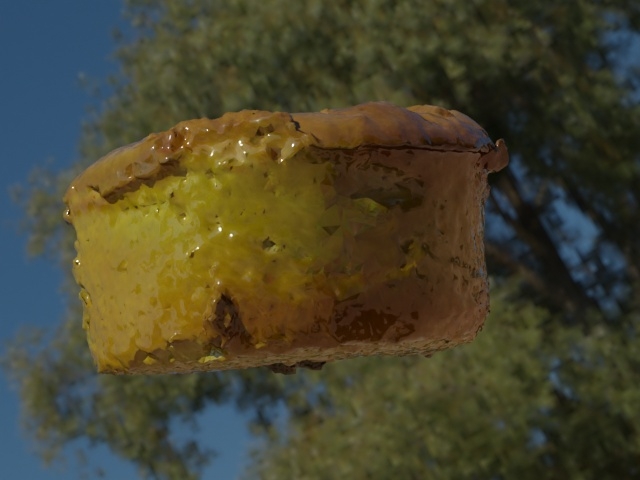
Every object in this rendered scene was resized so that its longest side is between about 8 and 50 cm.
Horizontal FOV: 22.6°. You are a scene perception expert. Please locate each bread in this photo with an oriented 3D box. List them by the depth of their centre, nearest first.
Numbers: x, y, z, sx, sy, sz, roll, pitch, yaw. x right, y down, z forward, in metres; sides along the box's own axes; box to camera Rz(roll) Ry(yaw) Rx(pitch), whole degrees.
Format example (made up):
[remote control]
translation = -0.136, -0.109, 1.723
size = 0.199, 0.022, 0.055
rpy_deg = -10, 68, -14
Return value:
[bread]
translation = -0.004, -0.002, 0.909
size = 0.260, 0.160, 0.147
rpy_deg = 1, -4, -23
